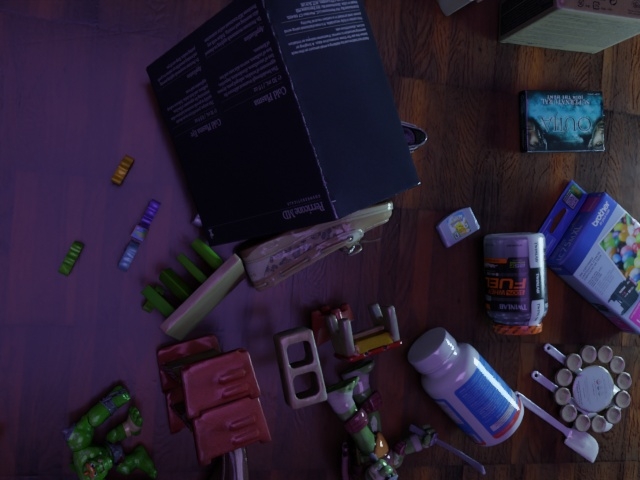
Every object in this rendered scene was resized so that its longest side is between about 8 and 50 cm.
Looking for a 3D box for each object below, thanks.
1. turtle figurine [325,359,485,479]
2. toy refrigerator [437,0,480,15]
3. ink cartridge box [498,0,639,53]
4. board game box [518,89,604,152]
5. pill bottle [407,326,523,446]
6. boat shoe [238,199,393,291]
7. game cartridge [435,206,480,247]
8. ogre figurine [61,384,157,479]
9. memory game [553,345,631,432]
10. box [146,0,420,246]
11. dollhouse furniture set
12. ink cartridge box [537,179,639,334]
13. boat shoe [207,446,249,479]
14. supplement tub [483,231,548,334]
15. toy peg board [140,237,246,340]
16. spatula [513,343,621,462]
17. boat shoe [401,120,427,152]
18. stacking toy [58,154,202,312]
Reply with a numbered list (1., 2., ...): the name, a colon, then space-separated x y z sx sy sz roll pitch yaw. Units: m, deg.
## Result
1. turtle figurine: 0.135 0.346 1.159 0.198 0.275 0.266 -26 90 -30
2. toy refrigerator: 0.346 -0.534 1.259 0.270 0.102 0.094 -33 100 -14
3. ink cartridge box: 0.489 -0.434 1.256 0.235 0.193 0.088 1 89 -17
4. board game box: 0.493 -0.242 1.350 0.186 0.026 0.126 -3 92 -17
5. pill bottle: 0.269 0.271 1.246 0.124 0.124 0.221 -45 104 -11
6. boat shoe: 0.000 0.000 1.176 0.286 0.104 0.089 -20 102 -5
7. game cartridge: 0.267 -0.029 1.294 0.083 0.017 0.056 -30 96 -14
8. ogre figurine: -0.344 0.353 1.084 0.118 0.097 0.196 -19 113 -33
9. memory game: 0.566 0.309 1.376 0.186 0.012 0.186 0 90 -14
10. box: -0.069 -0.178 1.003 0.179 0.343 0.312 -23 99 -38
11. dollhouse furniture set: -0.067 0.220 1.113 0.375 0.201 0.152 -13 95 -22
12. ink cartridge box: 0.595 0.035 1.373 0.311 0.065 0.185 37 81 -13
13. boat shoe: -0.172 0.444 1.136 0.095 0.095 0.257 -2 92 -11
14. supplement tub: 0.376 0.081 1.277 0.117 0.117 0.190 -4 92 -17
15. toy peg board: -0.210 0.076 1.090 0.079 0.160 0.161 44 79 7
16. spatula: 0.522 0.330 1.382 0.242 0.019 0.168 37 82 -11
17. boat shoe: 0.086 -0.197 1.205 0.220 0.070 0.077 0 91 -17
18. stacking toy: -0.305 -0.008 1.107 0.167 0.052 0.221 29 85 -14
